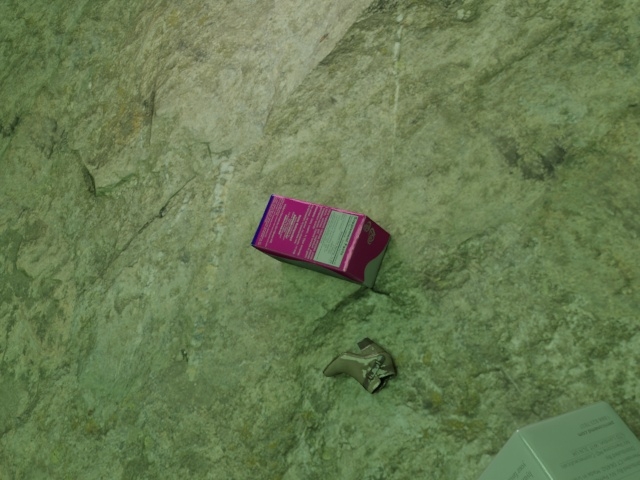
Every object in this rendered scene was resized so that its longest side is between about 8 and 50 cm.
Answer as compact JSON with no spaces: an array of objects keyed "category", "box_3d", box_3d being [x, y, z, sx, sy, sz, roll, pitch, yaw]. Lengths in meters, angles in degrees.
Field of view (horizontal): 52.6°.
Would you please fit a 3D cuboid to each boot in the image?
[{"category":"boot","box_3d":[0.069,0.228,1.120,0.118,0.042,0.087,-41,58,12]}]

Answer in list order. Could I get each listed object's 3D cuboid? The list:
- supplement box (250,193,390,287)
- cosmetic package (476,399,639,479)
[{"category":"supplement box","box_3d":[0.000,0.000,1.205,0.220,0.111,0.113,16,80,34]},{"category":"cosmetic package","box_3d":[0.356,0.437,0.709,0.453,0.162,0.230,60,145,38]}]
